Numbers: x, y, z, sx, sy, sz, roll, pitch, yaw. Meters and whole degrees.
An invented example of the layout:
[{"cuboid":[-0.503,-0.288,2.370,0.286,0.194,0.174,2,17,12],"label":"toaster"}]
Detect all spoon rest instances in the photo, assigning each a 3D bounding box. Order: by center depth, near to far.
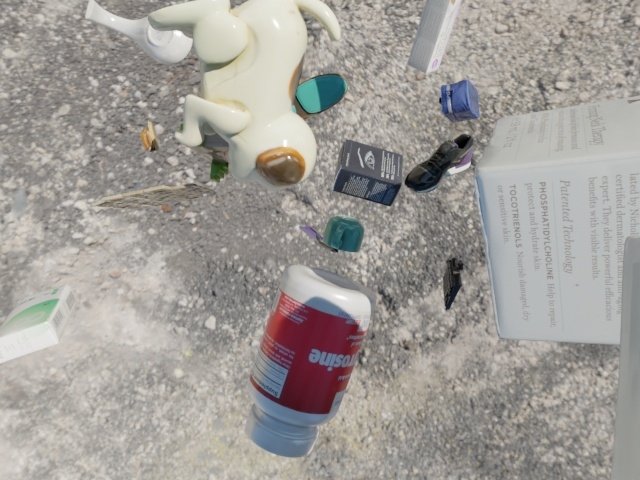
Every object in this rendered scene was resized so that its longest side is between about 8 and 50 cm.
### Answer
[{"cuboid":[-0.476,-0.568,1.315,0.276,0.084,0.137,19,96,-2],"label":"spoon rest"}]

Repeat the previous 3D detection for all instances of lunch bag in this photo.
[{"cuboid":[0.280,-0.282,0.999,0.065,0.098,0.067,-7,82,32],"label":"lunch bag"}]

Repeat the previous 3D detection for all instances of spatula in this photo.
[{"cuboid":[0.000,0.000,1.734,0.084,0.296,0.030,42,89,-25],"label":"spatula"}]

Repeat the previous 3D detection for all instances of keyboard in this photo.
[{"cuboid":[0.328,0.093,1.221,0.023,0.180,0.108,22,112,3],"label":"keyboard"}]

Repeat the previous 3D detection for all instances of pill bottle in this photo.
[{"cuboid":[-0.036,0.280,1.156,0.229,0.229,0.407,17,96,-8],"label":"pill bottle"}]

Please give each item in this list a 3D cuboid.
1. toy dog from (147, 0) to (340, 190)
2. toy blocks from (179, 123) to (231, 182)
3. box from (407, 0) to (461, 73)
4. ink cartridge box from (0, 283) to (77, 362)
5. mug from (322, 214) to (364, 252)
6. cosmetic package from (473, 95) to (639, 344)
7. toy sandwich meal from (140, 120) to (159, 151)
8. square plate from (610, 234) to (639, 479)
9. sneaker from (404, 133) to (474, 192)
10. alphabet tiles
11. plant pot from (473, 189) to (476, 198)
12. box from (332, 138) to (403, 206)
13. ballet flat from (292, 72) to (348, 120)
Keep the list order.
[{"cuboid":[-0.135,-0.314,1.101,0.396,0.284,0.407,-13,108,-1],"label":"toy dog"},{"cuboid":[-0.193,-0.271,1.416,0.261,0.381,0.190,2,82,14],"label":"toy blocks"},{"cuboid":[0.291,-0.565,1.159,0.067,0.063,0.324,35,135,25],"label":"box"},{"cuboid":[-0.583,0.166,0.899,0.225,0.181,0.056,-17,111,-11],"label":"ink cartridge box"},{"cuboid":[0.083,-0.024,1.596,0.130,0.158,0.097,10,103,-19],"label":"mug"},{"cuboid":[0.505,-0.046,0.832,0.394,0.329,0.327,-4,116,28],"label":"cosmetic package"},{"cuboid":[-0.429,-0.259,1.229,0.029,0.085,0.085,-15,115,-9],"label":"toy sandwich meal"},{"cuboid":[0.421,0.161,0.380,0.344,0.347,0.049,18,145,13],"label":"square plate"},{"cuboid":[0.379,-0.260,1.567,0.283,0.107,0.124,-32,147,-27],"label":"sneaker"},{"cuboid":[-0.473,-0.125,1.425,0.285,0.342,0.011,-11,91,3],"label":"alphabet tiles"},{"cuboid":[0.590,-0.131,1.245,0.247,0.252,0.248,-25,155,-12],"label":"plant pot"},{"cuboid":[0.154,-0.221,1.593,0.207,0.153,0.108,16,140,-4],"label":"box"},{"cuboid":[-0.072,-0.436,1.594,0.342,0.124,0.116,-32,105,4],"label":"ballet flat"}]
